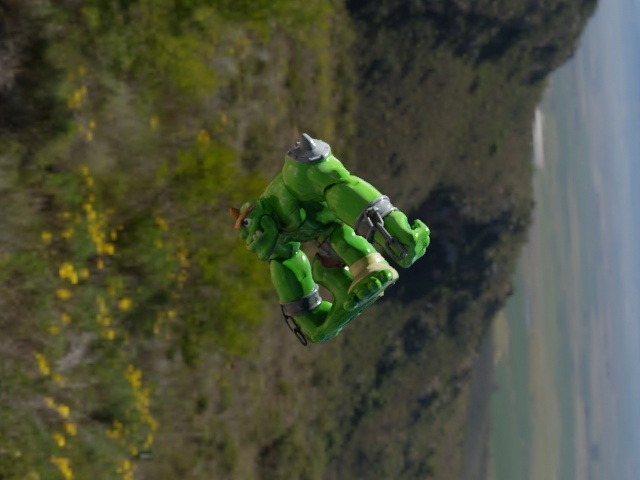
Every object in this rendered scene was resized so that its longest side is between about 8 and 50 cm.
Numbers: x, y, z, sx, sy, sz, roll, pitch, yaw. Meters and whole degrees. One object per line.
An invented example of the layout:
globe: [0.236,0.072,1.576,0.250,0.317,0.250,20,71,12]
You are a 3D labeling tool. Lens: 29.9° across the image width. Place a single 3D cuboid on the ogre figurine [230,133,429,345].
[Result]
ogre figurine: [0.000,0.000,0.872,0.118,0.097,0.197,52,-10,7]
